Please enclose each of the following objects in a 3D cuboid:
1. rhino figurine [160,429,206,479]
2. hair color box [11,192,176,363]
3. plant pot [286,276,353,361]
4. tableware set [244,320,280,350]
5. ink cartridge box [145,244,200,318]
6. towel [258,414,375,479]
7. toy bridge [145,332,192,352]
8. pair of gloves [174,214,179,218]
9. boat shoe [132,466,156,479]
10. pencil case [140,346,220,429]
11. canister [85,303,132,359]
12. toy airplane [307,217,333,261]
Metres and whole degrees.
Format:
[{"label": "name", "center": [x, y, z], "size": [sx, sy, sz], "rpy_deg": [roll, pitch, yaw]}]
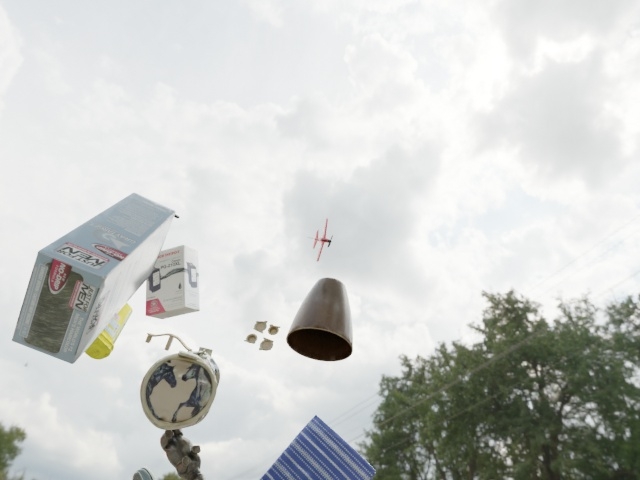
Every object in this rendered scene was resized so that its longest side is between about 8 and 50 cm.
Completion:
[{"label": "rhino figurine", "center": [-0.365, 0.609, 1.231], "size": [0.073, 0.243, 0.106], "rpy_deg": [-19, -33, -42]}, {"label": "hair color box", "center": [-0.426, 0.049, 0.897], "size": [0.113, 0.374, 0.186], "rpy_deg": [25, -72, -9]}, {"label": "plant pot", "center": [0.015, 0.244, 1.479], "size": [0.215, 0.231, 0.216], "rpy_deg": [8, -39, 6]}, {"label": "tableware set", "center": [-0.276, 0.455, 2.153], "size": [0.140, 0.169, 0.020], "rpy_deg": [12, -46, 16]}, {"label": "ink cartridge box", "center": [-0.544, 0.153, 1.647], "size": [0.171, 0.238, 0.100], "rpy_deg": [-14, -22, 16]}, {"label": "towel", "center": [-0.036, 0.699, 1.248], "size": [0.243, 0.336, 0.040], "rpy_deg": [35, -28, 23]}, {"label": "toy bridge", "center": [-0.588, 0.396, 1.741], "size": [0.188, 0.063, 0.026], "rpy_deg": [22, 1, -1]}, {"label": "pair of gloves", "center": [-0.397, -0.079, 1.140], "size": [0.074, 0.010, 0.083], "rpy_deg": [33, -5, -27]}, {"label": "boat shoe", "center": [-0.583, 0.900, 1.446], "size": [0.099, 0.320, 0.116], "rpy_deg": [17, -53, -43]}, {"label": "pencil case", "center": [-0.340, 0.362, 1.137], "size": [0.159, 0.184, 0.410], "rpy_deg": [8, -15, -10]}, {"label": "canister", "center": [-0.608, 0.226, 1.249], "size": [0.073, 0.170, 0.126], "rpy_deg": [-24, -62, 15]}, {"label": "toy airplane", "center": [0.000, 0.000, 1.512], "size": [0.028, 0.151, 0.151], "rpy_deg": [14, -41, -29]}]
